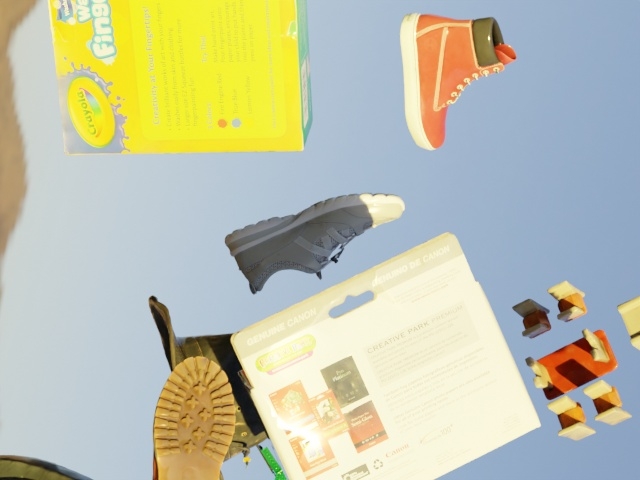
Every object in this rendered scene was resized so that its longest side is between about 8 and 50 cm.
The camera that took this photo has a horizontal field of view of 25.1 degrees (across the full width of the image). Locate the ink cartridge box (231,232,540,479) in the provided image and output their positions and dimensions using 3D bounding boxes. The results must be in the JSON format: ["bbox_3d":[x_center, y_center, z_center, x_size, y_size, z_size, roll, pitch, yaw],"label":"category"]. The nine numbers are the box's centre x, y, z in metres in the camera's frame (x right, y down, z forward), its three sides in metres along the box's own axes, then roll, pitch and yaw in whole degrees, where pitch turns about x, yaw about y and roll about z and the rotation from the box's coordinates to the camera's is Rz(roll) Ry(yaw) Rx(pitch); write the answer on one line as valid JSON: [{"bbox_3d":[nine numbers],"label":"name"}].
[{"bbox_3d":[0.070,0.165,1.774,0.130,0.309,0.272,-154,-140,-79],"label":"ink cartridge box"}]

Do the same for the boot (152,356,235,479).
[{"bbox_3d":[-0.102,0.166,1.052,0.084,0.059,0.158,142,-45,-68],"label":"boot"}]

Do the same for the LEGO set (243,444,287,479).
[{"bbox_3d":[-0.016,0.302,2.354,0.331,0.255,0.192,43,-7,31],"label":"LEGO set"}]

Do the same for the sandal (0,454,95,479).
[{"bbox_3d":[-0.202,0.286,1.191,0.445,0.107,0.168,8,-85,31],"label":"sandal"}]

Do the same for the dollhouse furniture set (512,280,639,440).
[{"bbox_3d":[0.512,0.205,2.629,0.259,0.135,0.262,-29,-118,23],"label":"dollhouse furniture set"}]

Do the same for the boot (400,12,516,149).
[{"bbox_3d":[0.226,-0.247,2.297,0.088,0.176,0.244,-65,154,-48],"label":"boot"}]

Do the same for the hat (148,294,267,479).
[{"bbox_3d":[-0.139,0.219,2.088,0.331,0.134,0.331,162,-90,-83],"label":"hat"}]

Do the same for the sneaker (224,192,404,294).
[{"bbox_3d":[0.000,0.000,2.221,0.105,0.281,0.115,-29,101,-84],"label":"sneaker"}]

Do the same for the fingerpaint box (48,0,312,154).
[{"bbox_3d":[-0.209,-0.362,2.133,0.163,0.371,0.445,-77,165,-68],"label":"fingerpaint box"}]
